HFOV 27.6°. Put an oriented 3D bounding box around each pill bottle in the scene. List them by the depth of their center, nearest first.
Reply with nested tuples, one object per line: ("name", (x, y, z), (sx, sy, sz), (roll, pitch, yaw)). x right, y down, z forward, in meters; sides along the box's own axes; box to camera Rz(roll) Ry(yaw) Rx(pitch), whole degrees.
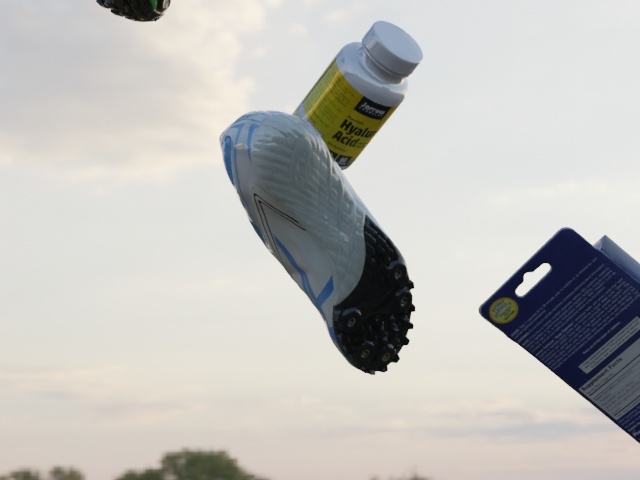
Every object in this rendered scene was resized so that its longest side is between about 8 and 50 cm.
("pill bottle", (0.029, -0.115, 1.027), (0.065, 0.065, 0.116), (9, -47, -37))

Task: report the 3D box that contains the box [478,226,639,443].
("box", (0.271, 0.088, 1.197), (0.225, 0.036, 0.136), (39, -55, -4))

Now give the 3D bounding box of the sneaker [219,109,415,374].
("sneaker", (0.000, 0.000, 1.014), (0.085, 0.237, 0.086), (-36, 23, -19))

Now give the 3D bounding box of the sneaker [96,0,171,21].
("sneaker", (-0.203, -0.394, 1.329), (0.146, 0.343, 0.134), (-20, 13, -38))
